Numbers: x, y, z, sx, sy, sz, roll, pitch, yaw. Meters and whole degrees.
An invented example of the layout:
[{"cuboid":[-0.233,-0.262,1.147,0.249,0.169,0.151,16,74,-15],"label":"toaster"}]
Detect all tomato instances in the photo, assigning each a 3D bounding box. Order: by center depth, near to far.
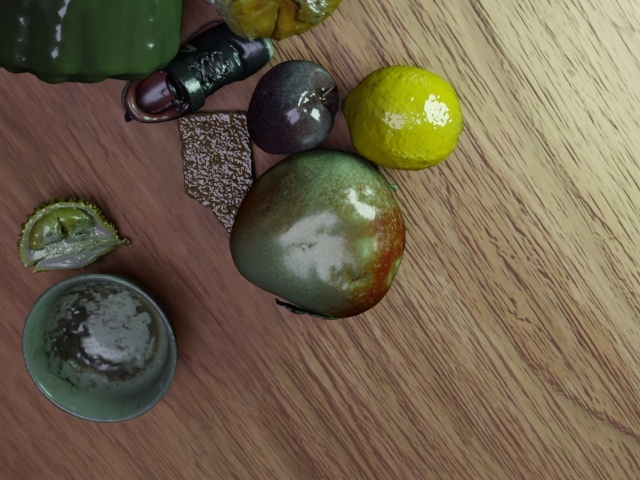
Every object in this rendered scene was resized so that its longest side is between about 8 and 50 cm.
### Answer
[{"cuboid":[0.000,0.000,1.775,0.303,0.239,0.303,4,112,10],"label":"tomato"}]

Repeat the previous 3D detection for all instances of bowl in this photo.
[{"cuboid":[-0.390,0.178,1.933,0.289,0.146,0.289,2,107,5],"label":"bowl"}]

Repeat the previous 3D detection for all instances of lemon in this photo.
[{"cuboid":[0.139,-0.201,1.734,0.193,0.180,0.180,30,110,-21],"label":"lemon"}]

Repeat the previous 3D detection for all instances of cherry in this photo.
[{"cuboid":[-0.050,-0.224,1.753,0.176,0.176,0.140,-35,126,16],"label":"cherry"}]

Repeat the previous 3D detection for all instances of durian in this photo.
[{"cuboid":[-0.447,-0.017,1.906,0.208,0.102,0.146,5,113,-20],"label":"durian"}]

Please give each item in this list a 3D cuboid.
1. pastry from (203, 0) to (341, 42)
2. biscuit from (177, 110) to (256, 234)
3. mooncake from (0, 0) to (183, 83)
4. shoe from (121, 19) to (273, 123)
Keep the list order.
[{"cuboid":[-0.058,-0.425,1.655,0.236,0.121,0.257,16,121,-41],"label":"pastry"},{"cuboid":[-0.181,-0.115,1.873,0.131,0.026,0.237,-1,109,8],"label":"biscuit"},{"cuboid":[-0.390,-0.374,1.638,0.356,0.356,0.194,12,114,2],"label":"mooncake"},{"cuboid":[-0.220,-0.282,1.762,0.291,0.137,0.114,-27,104,11],"label":"shoe"}]
